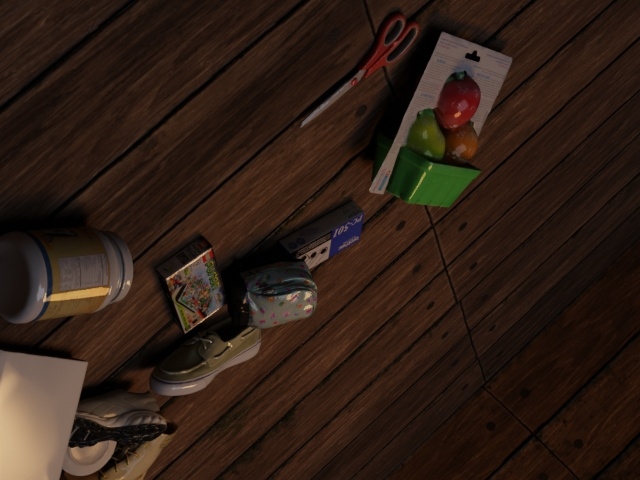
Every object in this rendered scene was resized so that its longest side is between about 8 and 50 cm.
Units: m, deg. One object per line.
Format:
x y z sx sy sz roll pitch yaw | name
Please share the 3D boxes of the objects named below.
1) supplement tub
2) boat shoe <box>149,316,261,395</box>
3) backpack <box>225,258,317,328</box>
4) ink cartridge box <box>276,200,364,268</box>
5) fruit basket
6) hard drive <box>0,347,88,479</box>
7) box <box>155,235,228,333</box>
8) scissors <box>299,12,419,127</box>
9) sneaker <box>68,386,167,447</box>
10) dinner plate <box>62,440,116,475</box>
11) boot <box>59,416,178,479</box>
-0.417 0.051 1.710 0.199 0.144 0.144 -6 133 -50 | supplement tub
-0.241 0.230 2.241 0.302 0.109 0.094 -27 132 -47 | boat shoe
-0.099 0.110 2.200 0.181 0.115 0.152 -11 147 -13 | backpack
0.000 0.000 2.301 0.207 0.046 0.097 -30 148 -28 | ink cartridge box
0.252 -0.252 2.248 0.327 0.165 0.353 1 111 -54 | fruit basket
-0.541 0.374 1.886 0.233 0.047 0.353 21 80 -60 | hard drive
-0.250 0.089 2.093 0.114 0.036 0.207 -36 150 -18 | box
0.079 -0.312 2.031 0.297 0.021 0.109 -50 153 5 | scissors
-0.441 0.345 2.119 0.271 0.108 0.100 8 137 -38 | sneaker
-0.470 0.409 2.157 0.141 0.017 0.141 -8 101 -41 | dinner plate
-0.429 0.461 2.268 0.203 0.095 0.262 -52 153 12 | boot
